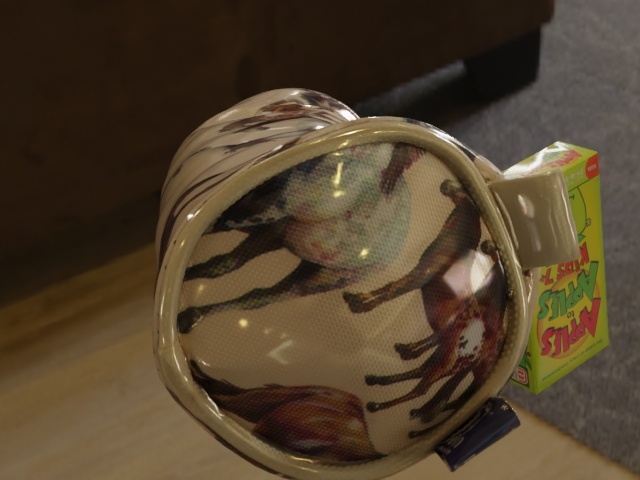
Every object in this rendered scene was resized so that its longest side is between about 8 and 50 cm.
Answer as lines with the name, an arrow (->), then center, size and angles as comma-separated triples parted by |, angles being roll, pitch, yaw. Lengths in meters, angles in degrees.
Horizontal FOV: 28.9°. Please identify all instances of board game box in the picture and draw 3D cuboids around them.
board game box -> 0.183, 0.022, 1.001 | 0.092, 0.181, 0.043 | -28, 32, -31

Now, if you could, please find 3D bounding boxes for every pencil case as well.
pencil case -> 0.000, 0.000, 0.702 | 0.184, 0.160, 0.410 | -9, 10, -5
